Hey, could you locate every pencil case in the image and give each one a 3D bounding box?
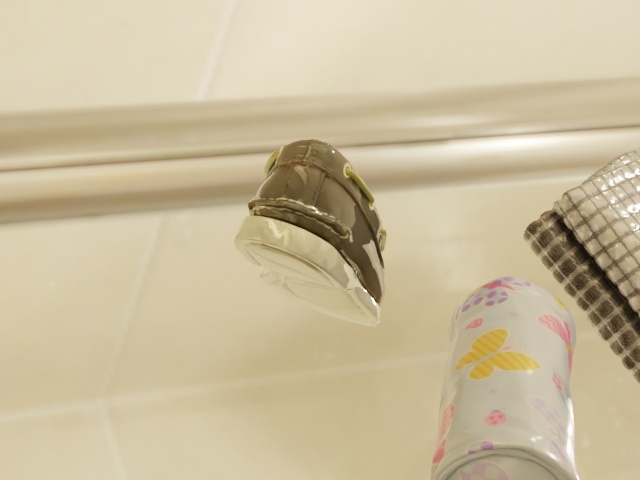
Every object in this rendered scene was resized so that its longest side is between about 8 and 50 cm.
[{"bbox_3d":[0.153,0.142,1.244,0.273,0.113,0.124,-76,150,-60],"label":"pencil case"}]

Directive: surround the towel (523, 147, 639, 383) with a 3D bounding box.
[{"bbox_3d":[0.365,0.021,1.581,0.235,0.283,0.121,52,-47,13],"label":"towel"}]

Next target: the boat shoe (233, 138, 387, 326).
[{"bbox_3d":[0.004,0.001,1.236,0.305,0.109,0.091,61,48,-75],"label":"boat shoe"}]
